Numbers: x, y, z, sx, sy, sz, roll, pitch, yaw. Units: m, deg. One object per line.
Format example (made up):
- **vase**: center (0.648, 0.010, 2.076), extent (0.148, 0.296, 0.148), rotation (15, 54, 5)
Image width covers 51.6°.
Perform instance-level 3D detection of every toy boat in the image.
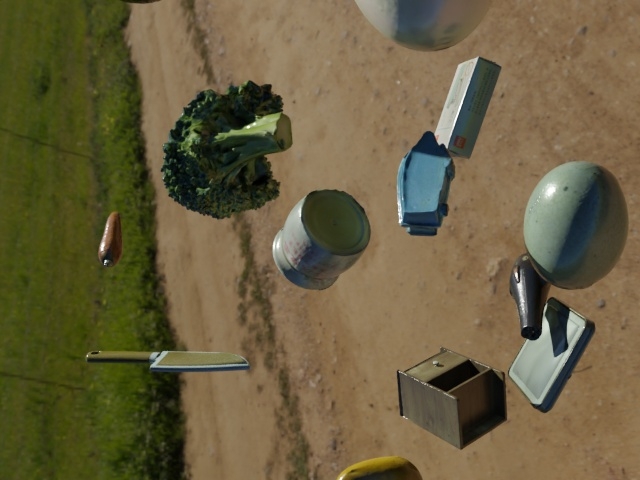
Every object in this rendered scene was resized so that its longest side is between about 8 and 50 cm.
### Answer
- **toy boat**: center (0.204, -0.108, 1.275), extent (0.098, 0.109, 0.238), rotation (74, -158, -51)

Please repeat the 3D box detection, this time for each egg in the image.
- **egg**: center (0.437, -0.023, 1.140), extent (0.169, 0.169, 0.237), rotation (46, 152, 53)
- **egg**: center (0.176, -0.489, 1.140), extent (0.283, 0.283, 0.345), rotation (-34, 63, 48)

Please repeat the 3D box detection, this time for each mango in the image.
- **mango**: center (0.117, 0.497, 1.332), extent (0.137, 0.195, 0.098), rotation (-70, 21, 3)

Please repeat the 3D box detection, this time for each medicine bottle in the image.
- **medicine bottle**: center (0.000, 0.000, 1.189), extent (0.143, 0.147, 0.147), rotation (131, 139, -51)

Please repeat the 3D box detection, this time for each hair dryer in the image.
- **hair dryer**: center (0.643, 0.080, 1.739), extent (0.359, 0.120, 0.304), rotation (-43, 15, 35)

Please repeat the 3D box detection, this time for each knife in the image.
- **knife**: center (-0.279, 0.221, 1.191), extent (0.342, 0.061, 0.027), rotation (-2, 108, 17)

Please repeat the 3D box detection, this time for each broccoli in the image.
- **broccoli**: center (-0.178, -0.195, 1.510), extent (0.301, 0.249, 0.375), rotation (12, 51, 23)

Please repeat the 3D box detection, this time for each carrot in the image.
- **carrot**: center (-0.316, -0.005, 1.008), extent (0.035, 0.035, 0.142), rotation (-56, 28, 30)

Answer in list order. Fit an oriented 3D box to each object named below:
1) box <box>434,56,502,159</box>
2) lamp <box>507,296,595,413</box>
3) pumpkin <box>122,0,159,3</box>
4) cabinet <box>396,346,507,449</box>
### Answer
- **box**: center (0.392, -0.352, 1.800), extent (0.135, 0.079, 0.270), rotation (-154, 83, -77)
- **lamp**: center (0.613, 0.300, 1.778), extent (0.269, 0.047, 0.266), rotation (-64, 4, 8)
- **pumpkin**: center (-0.396, -0.676, 1.555), extent (0.300, 0.300, 0.207), rotation (-123, 27, -48)
- **cabinet**: center (0.330, 0.389, 1.684), extent (0.215, 0.174, 0.148), rotation (16, 119, 52)
